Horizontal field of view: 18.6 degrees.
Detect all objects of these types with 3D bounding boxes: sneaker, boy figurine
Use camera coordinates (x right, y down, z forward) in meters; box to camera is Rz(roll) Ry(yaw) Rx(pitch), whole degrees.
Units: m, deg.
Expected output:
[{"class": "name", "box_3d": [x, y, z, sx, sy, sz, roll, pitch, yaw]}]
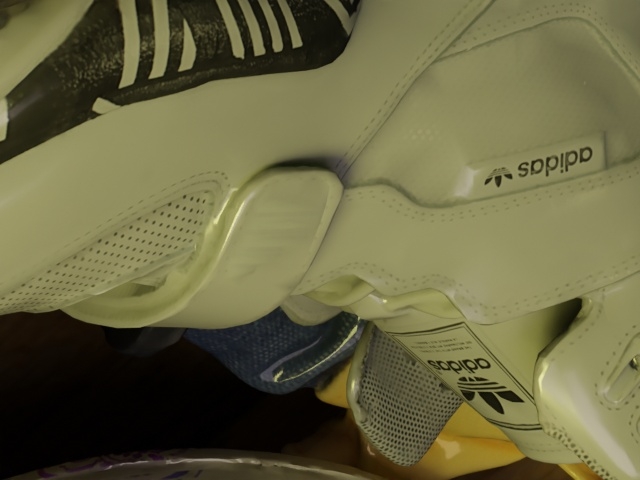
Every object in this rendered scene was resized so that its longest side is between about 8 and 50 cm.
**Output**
[{"class": "sneaker", "box_3d": [0.000, 0.000, 0.553, 0.366, 0.137, 0.210, -32, 108, -35]}, {"class": "boy figurine", "box_3d": [0.047, 0.040, 0.746, 0.285, 0.092, 0.177, 26, 111, -31]}]

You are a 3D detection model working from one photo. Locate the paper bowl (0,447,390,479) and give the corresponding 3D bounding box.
[{"class": "paper bowl", "box_3d": [-0.057, 0.216, 0.762, 0.284, 0.148, 0.284, -6, 141, -5]}]
